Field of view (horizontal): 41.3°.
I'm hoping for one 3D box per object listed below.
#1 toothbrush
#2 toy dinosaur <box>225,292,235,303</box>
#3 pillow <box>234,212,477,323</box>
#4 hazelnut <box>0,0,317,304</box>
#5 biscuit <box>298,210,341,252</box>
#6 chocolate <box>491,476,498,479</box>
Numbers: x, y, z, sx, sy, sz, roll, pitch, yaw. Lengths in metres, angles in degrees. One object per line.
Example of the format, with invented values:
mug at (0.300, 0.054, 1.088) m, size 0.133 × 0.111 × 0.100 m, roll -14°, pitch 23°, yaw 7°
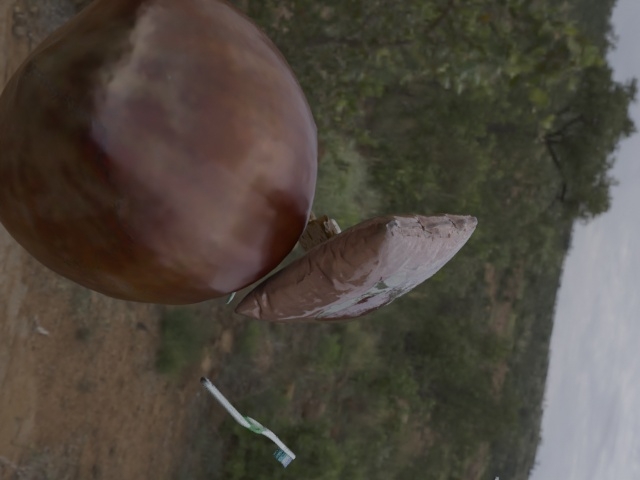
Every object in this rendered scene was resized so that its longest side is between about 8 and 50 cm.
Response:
toothbrush at (-0.113, 0.291, 1.359) m, size 0.304 × 0.030 × 0.030 m, roll 57°, pitch 42°, yaw -45°
toy dinosaur at (-0.131, 0.024, 1.358) m, size 0.044 × 0.106 × 0.187 m, roll 32°, pitch 67°, yaw -28°
pillow at (0.049, 0.034, 0.990) m, size 0.223 × 0.236 × 0.084 m, roll 3°, pitch 57°, yaw -56°
hazelnut at (-0.175, -0.096, 0.947) m, size 0.366 × 0.365 × 0.366 m, roll 11°, pitch 90°, yaw -77°
biscuit at (0.000, 0.000, 1.279) m, size 0.138 × 0.031 × 0.205 m, roll 64°, pitch -14°, yaw -16°
chocolate at (0.317, 0.555, 1.480) m, size 0.161 × 0.083 × 0.261 m, roll 36°, pitch 33°, yaw -71°
